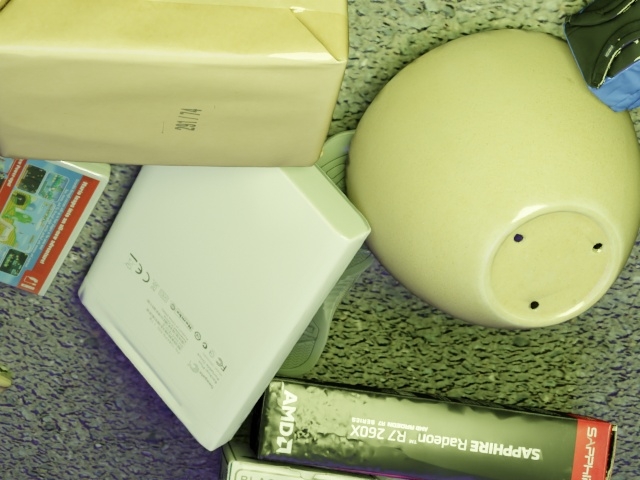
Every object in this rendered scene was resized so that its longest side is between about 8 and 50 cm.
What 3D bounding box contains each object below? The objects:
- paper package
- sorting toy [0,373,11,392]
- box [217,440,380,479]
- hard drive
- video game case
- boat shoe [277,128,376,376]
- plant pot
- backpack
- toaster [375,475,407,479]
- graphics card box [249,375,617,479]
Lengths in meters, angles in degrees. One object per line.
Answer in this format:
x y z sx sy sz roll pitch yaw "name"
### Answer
-0.135 -0.179 1.527 0.310 0.168 0.325 1 168 -5 "paper package"
-0.539 0.152 2.091 0.307 0.041 0.229 32 129 -26 "sorting toy"
-0.032 0.286 2.039 0.169 0.087 0.290 8 177 -6 "box"
-0.107 0.022 1.829 0.233 0.047 0.353 48 135 17 "hard drive"
-0.384 -0.055 1.880 0.285 0.025 0.204 21 133 -16 "video game case"
0.002 0.002 1.871 0.118 0.103 0.320 20 129 0 "boat shoe"
0.183 -0.026 1.690 0.284 0.191 0.284 -8 124 -12 "plant pot"
0.297 -0.184 1.653 0.120 0.098 0.101 -34 146 22 "backpack"
0.134 0.324 2.161 0.227 0.129 0.146 0 132 7 "toaster"
0.112 0.211 1.985 0.371 0.094 0.233 9 177 -4 "graphics card box"
